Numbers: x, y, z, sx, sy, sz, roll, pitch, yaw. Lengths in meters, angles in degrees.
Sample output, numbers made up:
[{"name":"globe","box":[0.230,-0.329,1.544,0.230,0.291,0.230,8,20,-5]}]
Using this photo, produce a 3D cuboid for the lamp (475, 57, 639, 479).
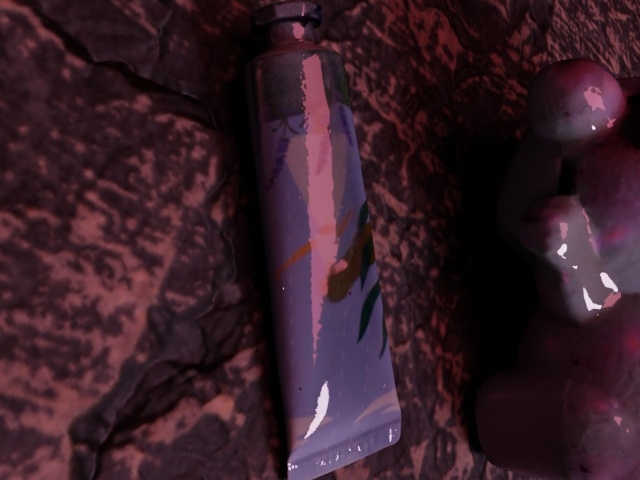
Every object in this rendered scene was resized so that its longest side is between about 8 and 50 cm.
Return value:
[{"name":"lamp","box":[0.242,0.026,0.507,0.247,0.247,0.301,12,80,-38]}]

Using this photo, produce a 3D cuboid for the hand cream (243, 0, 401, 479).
[{"name":"hand cream","box":[0.000,0.000,0.413,0.091,0.058,0.272,-9,93,-40]}]
